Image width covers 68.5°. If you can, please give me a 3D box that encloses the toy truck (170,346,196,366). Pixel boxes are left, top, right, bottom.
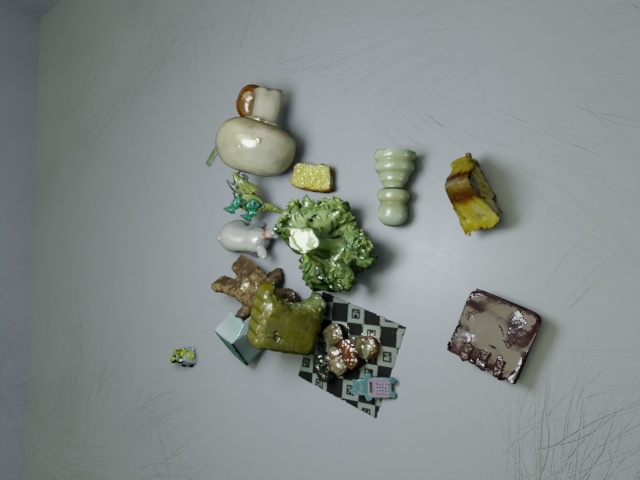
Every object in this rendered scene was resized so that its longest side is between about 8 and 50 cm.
[{"bbox_3d":[-0.566,0.481,1.960,0.111,0.076,0.076,-8,58,31],"label":"toy truck"}]

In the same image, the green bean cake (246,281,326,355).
[{"bbox_3d":[-0.111,0.265,1.582,0.124,0.236,0.232,11,88,65],"label":"green bean cake"}]

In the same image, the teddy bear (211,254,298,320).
[{"bbox_3d":[-0.233,0.192,1.745,0.246,0.222,0.296,-48,28,-21],"label":"teddy bear"}]

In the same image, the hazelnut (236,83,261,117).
[{"bbox_3d":[-0.279,-0.555,1.901,0.150,0.150,0.150,-6,79,32],"label":"hazelnut"}]

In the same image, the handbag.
[{"bbox_3d":[0.481,0.263,1.306,0.203,0.074,0.216,23,97,34],"label":"handbag"}]

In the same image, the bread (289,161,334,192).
[{"bbox_3d":[-0.022,-0.228,1.721,0.188,0.065,0.103,8,85,35],"label":"bread"}]

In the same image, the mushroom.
[{"bbox_3d":[-0.230,-0.408,1.753,0.315,0.314,0.335,6,86,34],"label":"mushroom"}]

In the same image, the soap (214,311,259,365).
[{"bbox_3d":[-0.299,0.357,1.703,0.145,0.230,0.091,27,64,33],"label":"soap"}]

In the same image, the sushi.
[{"bbox_3d":[0.074,0.372,1.556,0.340,0.069,0.319,20,93,34],"label":"sushi"}]

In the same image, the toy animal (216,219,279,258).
[{"bbox_3d":[-0.253,-0.002,1.799,0.283,0.138,0.140,7,94,26],"label":"toy animal"}]

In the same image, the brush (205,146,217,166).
[{"bbox_3d":[-0.455,-0.404,2.054,0.033,0.030,0.178,40,104,21],"label":"brush"}]

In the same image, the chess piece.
[{"bbox_3d":[0.237,-0.165,1.516,0.133,0.133,0.243,2,90,33],"label":"chess piece"}]

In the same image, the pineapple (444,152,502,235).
[{"bbox_3d":[0.422,-0.139,1.341,0.115,0.186,0.236,-25,76,29],"label":"pineapple"}]

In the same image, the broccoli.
[{"bbox_3d":[0.019,0.008,1.544,0.277,0.317,0.338,-33,104,11],"label":"broccoli"}]

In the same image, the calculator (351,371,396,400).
[{"bbox_3d":[0.167,0.461,1.480,0.141,0.019,0.094,-2,96,14],"label":"calculator"}]

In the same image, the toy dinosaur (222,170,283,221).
[{"bbox_3d":[-0.253,-0.135,1.762,0.153,0.259,0.094,-57,18,-6],"label":"toy dinosaur"}]
